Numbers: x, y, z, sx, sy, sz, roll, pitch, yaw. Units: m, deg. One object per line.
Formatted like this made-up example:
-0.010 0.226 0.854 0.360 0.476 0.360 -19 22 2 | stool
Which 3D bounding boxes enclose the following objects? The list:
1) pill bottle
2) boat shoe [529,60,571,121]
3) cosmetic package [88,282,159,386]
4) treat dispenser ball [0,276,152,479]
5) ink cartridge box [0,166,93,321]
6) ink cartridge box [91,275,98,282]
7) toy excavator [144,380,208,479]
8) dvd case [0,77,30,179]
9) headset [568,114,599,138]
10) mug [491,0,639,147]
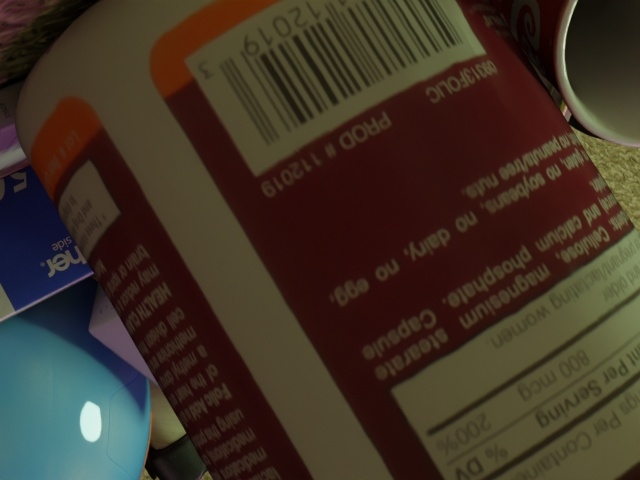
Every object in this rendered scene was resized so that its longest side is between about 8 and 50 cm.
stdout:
0.051 0.057 0.542 0.224 0.392 0.224 -30 175 -3 | pill bottle
0.163 -0.055 1.003 0.324 0.097 0.116 87 20 -51 | boat shoe
-0.029 -0.024 0.863 0.224 0.138 0.224 -26 -142 25 | cosmetic package
-0.271 0.133 0.892 0.288 0.288 0.288 -27 -177 1 | treat dispenser ball
-0.227 0.010 0.755 0.207 0.097 0.046 -29 -178 -20 | ink cartridge box
-0.280 0.044 1.120 0.209 0.062 0.109 15 165 17 | ink cartridge box
-0.116 0.103 1.624 0.445 0.222 0.433 -37 -173 -15 | toy excavator
-0.094 -0.098 0.688 0.253 0.022 0.180 -29 -177 -25 | dvd case
0.298 -0.233 1.247 0.394 0.243 0.185 -8 -146 35 | headset
0.139 -0.147 0.576 0.113 0.150 0.169 7 -154 -20 | mug
